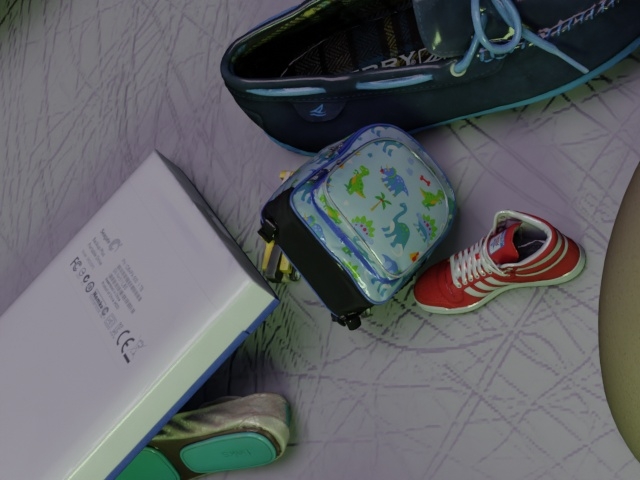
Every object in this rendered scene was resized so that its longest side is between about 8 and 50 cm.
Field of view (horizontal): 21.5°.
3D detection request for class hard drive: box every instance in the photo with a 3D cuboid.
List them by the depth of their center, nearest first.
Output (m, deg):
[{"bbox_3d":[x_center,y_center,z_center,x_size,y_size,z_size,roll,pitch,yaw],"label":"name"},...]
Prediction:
[{"bbox_3d":[-0.182,0.102,1.182,0.318,0.040,0.210,-47,36,5],"label":"hard drive"}]

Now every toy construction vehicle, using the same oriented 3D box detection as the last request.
[{"bbox_3d":[0.000,0.000,1.170,0.086,0.035,0.098,5,75,28],"label":"toy construction vehicle"}]

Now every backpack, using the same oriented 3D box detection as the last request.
[{"bbox_3d":[0.035,-0.020,1.108,0.114,0.105,0.084,-46,11,-36],"label":"backpack"}]

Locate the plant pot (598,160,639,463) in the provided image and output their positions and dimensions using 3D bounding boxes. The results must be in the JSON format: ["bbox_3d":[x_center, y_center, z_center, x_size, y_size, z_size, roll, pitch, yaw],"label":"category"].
[{"bbox_3d":[0.261,0.052,0.915,0.191,0.284,0.284,-50,51,45],"label":"plant pot"}]

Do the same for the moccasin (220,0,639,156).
[{"bbox_3d":[0.088,-0.143,1.109,0.342,0.117,0.137,-27,59,23],"label":"moccasin"}]

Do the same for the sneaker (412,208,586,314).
[{"bbox_3d":[0.106,0.014,1.094,0.118,0.067,0.042,-17,66,21],"label":"sneaker"}]

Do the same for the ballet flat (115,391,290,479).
[{"bbox_3d":[-0.096,0.138,1.170,0.168,0.057,0.052,-10,40,20],"label":"ballet flat"}]
